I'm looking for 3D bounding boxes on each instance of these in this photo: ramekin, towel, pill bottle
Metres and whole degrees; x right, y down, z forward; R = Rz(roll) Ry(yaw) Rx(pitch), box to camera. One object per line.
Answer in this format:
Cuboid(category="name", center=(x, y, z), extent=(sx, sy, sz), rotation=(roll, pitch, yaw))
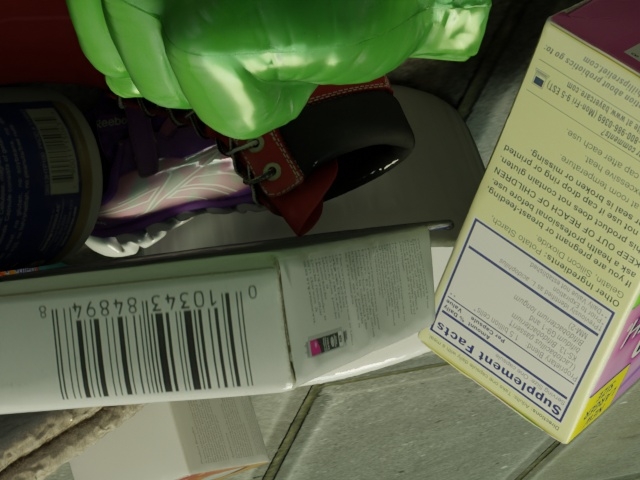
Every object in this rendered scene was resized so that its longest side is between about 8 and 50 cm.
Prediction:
Cuboid(category="ramekin", center=(0.000, 0.000, 1.171), extent=(0.277, 0.135, 0.277), rotation=(-13, 159, -5))
Cuboid(category="towel", center=(-0.227, 0.130, 1.205), extent=(0.187, 0.049, 0.282), rotation=(-3, -161, 37))
Cuboid(category="pill bottle", center=(-0.228, -0.032, 0.929), extent=(0.187, 0.112, 0.112), rotation=(-7, 161, -48))

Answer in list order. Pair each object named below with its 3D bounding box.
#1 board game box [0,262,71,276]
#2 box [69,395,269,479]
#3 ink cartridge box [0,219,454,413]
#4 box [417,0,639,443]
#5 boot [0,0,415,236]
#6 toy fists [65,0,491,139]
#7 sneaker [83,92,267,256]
Cuboid(category="board game box", center=(-0.296, 0.040, 1.206), extent=(0.160, 0.047, 0.210), rotation=(-20, 159, 17))
Cuboid(category="box", center=(-0.153, 0.205, 1.628), extent=(0.130, 0.091, 0.170), rotation=(-22, 168, 23))
Cuboid(category="ink cartridge box", center=(-0.114, 0.044, 0.885), extent=(0.324, 0.071, 0.330), rotation=(-7, 180, 19))
Cuboid(category="box", center=(0.196, -0.035, 0.995), extent=(0.213, 0.117, 0.243), rotation=(-31, 149, -46))
Cuboid(category="boot", center=(-0.080, -0.076, 0.863), extent=(0.244, 0.176, 0.088), rotation=(-11, 160, -6))
Cuboid(category="toy fists", center=(-0.045, -0.129, 0.655), extent=(0.142, 0.279, 0.096), rotation=(-8, 125, -15))
Cuboid(category="sneaker", center=(-0.085, -0.065, 1.020), extent=(0.236, 0.095, 0.104), rotation=(-22, 150, 24))
